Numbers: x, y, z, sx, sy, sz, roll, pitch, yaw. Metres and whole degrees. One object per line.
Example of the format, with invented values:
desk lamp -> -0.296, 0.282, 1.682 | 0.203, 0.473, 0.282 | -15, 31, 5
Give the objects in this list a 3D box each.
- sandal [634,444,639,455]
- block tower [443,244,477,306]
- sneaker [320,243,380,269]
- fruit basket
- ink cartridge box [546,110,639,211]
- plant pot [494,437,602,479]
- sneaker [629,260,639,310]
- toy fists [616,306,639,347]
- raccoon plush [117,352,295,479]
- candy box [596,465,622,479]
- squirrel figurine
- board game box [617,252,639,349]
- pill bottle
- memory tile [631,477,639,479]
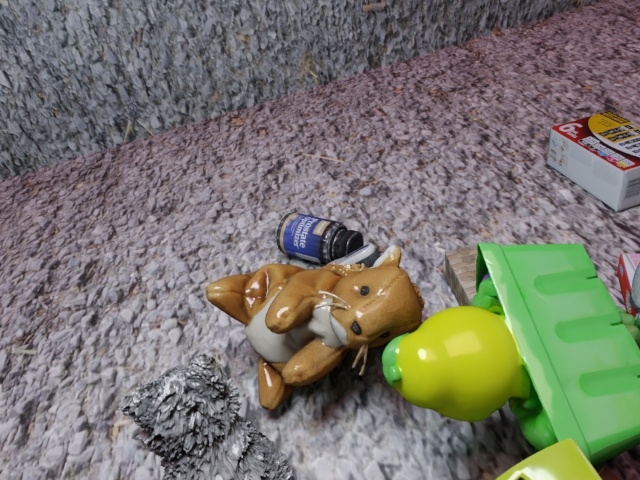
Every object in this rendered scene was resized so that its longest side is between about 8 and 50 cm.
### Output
sandal -> 0.718, 0.308, 0.810 | 0.417, 0.102, 0.169 | -11, 19, 25
block tower -> 0.363, 0.138, 1.140 | 0.091, 0.097, 0.335 | -13, 35, -1
sneaker -> 0.074, 0.102, 1.293 | 0.217, 0.121, 0.079 | -29, 8, 40
fruit basket -> 0.290, 0.199, 0.834 | 0.393, 0.283, 0.391 | -8, 58, 13
ink cartridge box -> 0.853, -0.242, 1.467 | 0.272, 0.130, 0.309 | -17, 36, -7
plant pot -> 0.247, 0.398, 0.578 | 0.207, 0.228, 0.227 | -20, 39, 1
sneaker -> 0.716, 0.048, 1.035 | 0.129, 0.110, 0.297 | 30, 54, 36
toy fists -> 0.513, 0.232, 0.970 | 0.142, 0.096, 0.279 | -2, 37, 35
raccoon plush -> -0.122, 0.370, 0.804 | 0.447, 0.299, 0.216 | 25, 50, 40
candy box -> 0.345, 0.475, 0.698 | 0.317, 0.087, 0.183 | -27, 40, -17
squirrel figurine -> 0.052, 0.127, 1.041 | 0.371, 0.280, 0.397 | -24, -4, 38
board game box -> 0.748, 0.150, 1.029 | 0.243, 0.064, 0.316 | 1, 38, 19
pill bottle -> 0.000, 0.000, 1.410 | 0.219, 0.122, 0.123 | 13, 43, 31
memory tile -> 0.517, 0.392, 0.729 | 0.148, 0.012, 0.113 | 25, 14, -17
